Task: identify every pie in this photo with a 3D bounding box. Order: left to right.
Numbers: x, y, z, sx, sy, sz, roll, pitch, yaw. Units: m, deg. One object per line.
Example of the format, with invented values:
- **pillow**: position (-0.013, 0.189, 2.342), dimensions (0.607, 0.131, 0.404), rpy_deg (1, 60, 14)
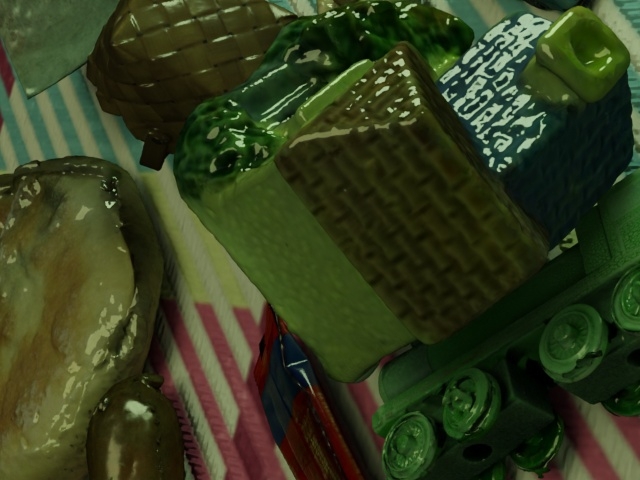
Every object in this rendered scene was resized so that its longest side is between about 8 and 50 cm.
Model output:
- **pie**: position (-0.249, 0.080, 1.134), dimensions (0.337, 0.075, 0.337), rpy_deg (-14, 65, 33)

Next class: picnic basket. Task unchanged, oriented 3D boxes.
- **picnic basket**: position (-0.105, -0.123, 1.043), dimensions (0.128, 0.138, 0.178), rpy_deg (-68, 9, -19)

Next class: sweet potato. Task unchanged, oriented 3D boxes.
- **sweet potato**: position (-0.121, 0.224, 0.965), dimensions (0.075, 0.075, 0.273), rpy_deg (-29, 59, 31)

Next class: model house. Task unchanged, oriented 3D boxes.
- **model house**: position (0.062, -0.057, 0.752), dimensions (0.214, 0.195, 0.189), rpy_deg (-39, 8, -24)

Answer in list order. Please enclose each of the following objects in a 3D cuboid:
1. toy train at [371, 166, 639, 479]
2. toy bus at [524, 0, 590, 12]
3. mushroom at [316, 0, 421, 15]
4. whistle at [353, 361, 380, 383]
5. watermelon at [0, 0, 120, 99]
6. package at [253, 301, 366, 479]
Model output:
- **toy train**: position (0.128, 0.061, 0.796), dimensions (0.251, 0.085, 0.119), rpy_deg (-36, 39, 30)
- **toy bus**: position (0.121, -0.195, 0.900), dimensions (0.123, 0.075, 0.060), rpy_deg (29, 94, 45)
- **mushroom**: position (0.032, -0.174, 0.979), dimensions (0.084, 0.067, 0.083), rpy_deg (-10, 73, 34)
- **whistle**: position (0.000, 0.000, 0.940), dimensions (0.236, 0.077, 0.114), rpy_deg (43, 109, 49)
- **watermelon**: position (-0.228, -0.310, 1.129), dimensions (0.228, 0.258, 0.387), rpy_deg (-25, 52, 41)
- **package**: position (-0.004, 0.134, 0.903), dimensions (0.083, 0.022, 0.200), rpy_deg (106, 147, -45)
